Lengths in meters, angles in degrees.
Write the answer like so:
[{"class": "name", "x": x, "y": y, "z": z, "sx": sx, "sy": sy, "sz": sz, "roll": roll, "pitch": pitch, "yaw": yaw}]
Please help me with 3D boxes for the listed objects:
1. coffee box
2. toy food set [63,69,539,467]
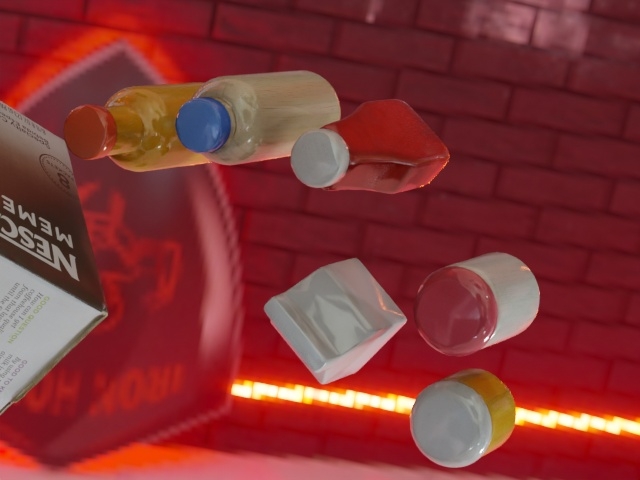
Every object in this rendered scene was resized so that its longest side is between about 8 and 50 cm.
[{"class": "coffee box", "x": -0.222, "y": -0.033, "z": 0.785, "sx": 0.246, "sy": 0.098, "sz": 0.141, "roll": 34, "pitch": -158, "yaw": -34}, {"class": "toy food set", "x": 0.000, "y": 0.000, "z": 0.813, "sx": 0.232, "sy": 0.111, "sz": 0.104, "roll": 51, "pitch": -154, "yaw": 14}]
